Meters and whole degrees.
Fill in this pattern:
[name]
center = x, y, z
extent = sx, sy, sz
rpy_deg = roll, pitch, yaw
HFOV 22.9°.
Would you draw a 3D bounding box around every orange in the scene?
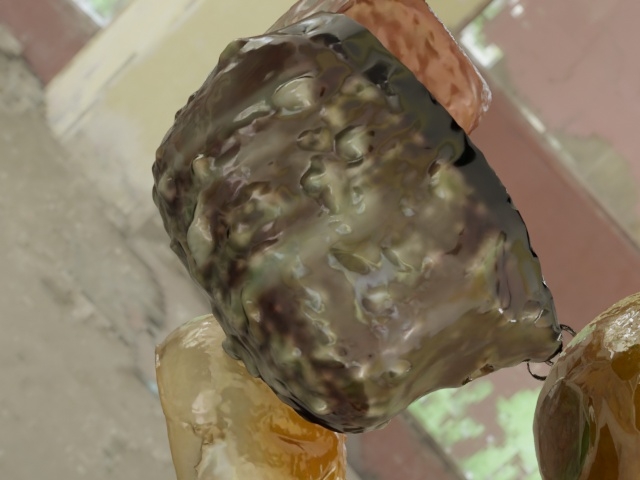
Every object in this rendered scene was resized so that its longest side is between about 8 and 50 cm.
[orange]
center = 0.322, 0.184, 1.527
extent = 0.196, 0.262, 0.334
rpy_deg = 25, 24, -20

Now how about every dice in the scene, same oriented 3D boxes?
[dice]
center = 0.046, -0.158, 1.496
extent = 0.179, 0.175, 0.174
rpy_deg = 54, 8, -20

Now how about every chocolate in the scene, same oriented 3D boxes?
[chocolate]
center = 0.000, 0.000, 1.195
extent = 0.340, 0.210, 0.225
rpy_deg = 51, -14, 23

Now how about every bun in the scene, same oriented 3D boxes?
[bun]
center = -0.055, 0.208, 1.529
extent = 0.299, 0.165, 0.299
rpy_deg = 165, -90, -87

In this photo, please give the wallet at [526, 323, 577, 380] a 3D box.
[wallet]
center = 0.425, 0.097, 1.761
extent = 0.068, 0.335, 0.275
rpy_deg = 62, -13, -24
